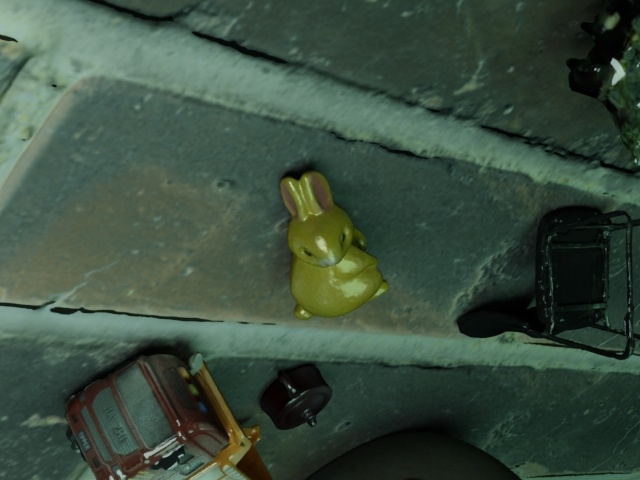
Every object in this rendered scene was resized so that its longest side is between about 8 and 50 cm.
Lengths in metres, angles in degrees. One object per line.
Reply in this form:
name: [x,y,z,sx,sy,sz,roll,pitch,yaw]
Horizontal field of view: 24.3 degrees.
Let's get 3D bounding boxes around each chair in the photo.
chair: [0.260,0.039,1.524,0.140,0.221,0.145,-2,92,-46]

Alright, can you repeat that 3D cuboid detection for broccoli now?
broccoli: [0.331,-0.162,1.265,0.246,0.263,0.243,-1,179,6]

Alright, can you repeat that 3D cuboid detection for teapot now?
teapot: [-0.021,0.155,1.431,0.068,0.045,0.100,-36,152,-6]

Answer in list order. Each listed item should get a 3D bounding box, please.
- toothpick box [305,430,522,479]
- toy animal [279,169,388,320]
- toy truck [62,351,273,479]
toothpick box: [0.133,0.467,1.656,0.408,0.425,0.409,-27,148,-18]
toy animal: [-0.002,0.003,1.221,0.083,0.070,0.159,-31,145,-8]
toy truck: [-0.116,0.192,1.310,0.135,0.114,0.270,-34,151,1]
